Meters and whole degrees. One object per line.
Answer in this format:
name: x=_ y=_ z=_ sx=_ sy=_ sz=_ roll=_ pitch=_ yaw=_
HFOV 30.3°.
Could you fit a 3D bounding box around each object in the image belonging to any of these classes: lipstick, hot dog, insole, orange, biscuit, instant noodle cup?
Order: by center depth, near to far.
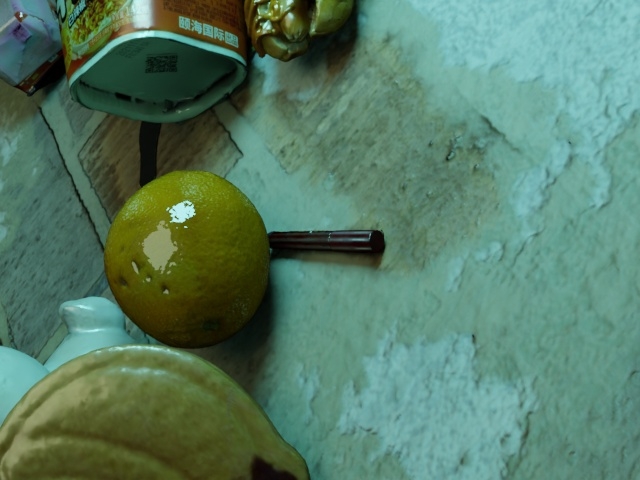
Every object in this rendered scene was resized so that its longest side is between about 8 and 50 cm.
biscuit: x=-0.225 y=0.325 z=1.212 sx=0.349 sy=0.078 sz=0.455 roll=22 pitch=88 yaw=4
lipstick: x=0.000 y=0.000 z=1.332 sx=0.176 sy=0.027 sz=0.027 roll=1 pitch=72 yaw=45
orange: x=-0.150 y=0.024 z=1.349 sx=0.206 sy=0.206 sz=0.206 roll=-20 pitch=59 yaw=37
hot dog: x=-0.041 y=-0.387 z=1.458 sx=0.158 sy=0.117 sz=0.349 roll=-23 pitch=56 yaw=39
instant noodle cup: x=-0.222 y=-0.336 z=1.544 sx=0.294 sy=0.294 sz=0.308 roll=-23 pitch=65 yaw=35
insole: x=-0.237 y=-0.133 z=1.638 sx=0.045 sy=0.002 sz=0.135 roll=-24 pitch=56 yaw=37

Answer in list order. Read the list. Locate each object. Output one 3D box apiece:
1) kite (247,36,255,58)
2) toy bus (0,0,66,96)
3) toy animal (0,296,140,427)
kite: x=-0.031 y=-0.391 z=1.547 sx=0.321 sy=0.016 sz=0.234 roll=-52 pitch=45 yaw=14
toy bus: x=-0.488 y=-0.371 z=1.892 sx=0.127 sy=0.147 sz=0.303 roll=-41 pitch=49 yaw=15
toy animal: x=-0.355 y=0.176 z=1.363 sx=0.196 sy=0.367 sz=0.241 roll=-17 pitch=72 yaw=41
